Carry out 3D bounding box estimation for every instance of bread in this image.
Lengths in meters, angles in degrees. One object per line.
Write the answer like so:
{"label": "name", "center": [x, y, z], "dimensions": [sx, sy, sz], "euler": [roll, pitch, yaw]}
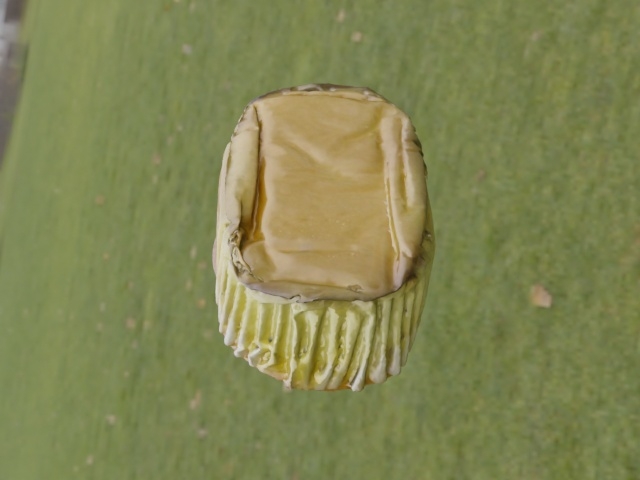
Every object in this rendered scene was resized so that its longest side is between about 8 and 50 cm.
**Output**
{"label": "bread", "center": [0.000, 0.000, 0.812], "dimensions": [0.190, 0.132, 0.114], "euler": [-88, 5, -47]}
